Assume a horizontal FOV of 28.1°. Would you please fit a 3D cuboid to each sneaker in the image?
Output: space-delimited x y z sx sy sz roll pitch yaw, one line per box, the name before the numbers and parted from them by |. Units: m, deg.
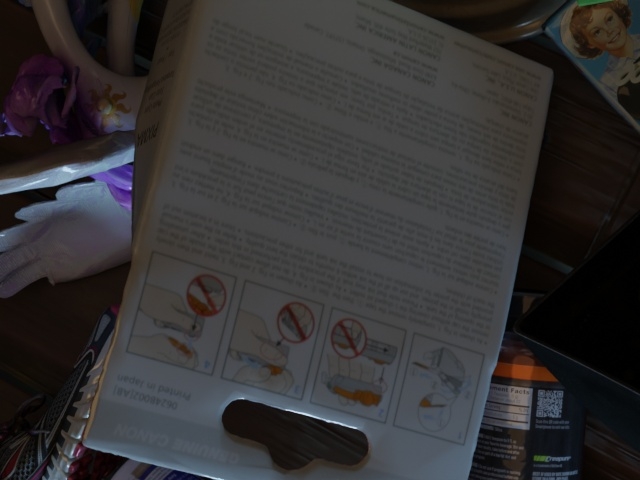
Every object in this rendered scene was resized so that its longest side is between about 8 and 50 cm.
sneaker | -0.248 0.187 1.159 0.112 0.121 0.299 33 99 16

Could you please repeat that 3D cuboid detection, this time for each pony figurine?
pony figurine | -0.160 -0.099 1.074 0.351 0.303 0.363 -10 78 4

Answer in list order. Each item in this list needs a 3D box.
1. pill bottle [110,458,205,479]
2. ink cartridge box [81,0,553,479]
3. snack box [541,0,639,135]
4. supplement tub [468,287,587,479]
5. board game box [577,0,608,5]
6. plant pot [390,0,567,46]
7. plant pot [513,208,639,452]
pill bottle | -0.103 0.274 1.120 0.186 0.112 0.112 28 98 15
ink cartridge box | 0.000 0.000 0.973 0.308 0.091 0.385 18 78 -23
snack box | 0.353 -0.211 0.991 0.322 0.060 0.187 -44 94 12
supplement tub | 0.166 0.139 1.046 0.106 0.106 0.198 5 91 16
board game box | 0.279 -0.295 0.839 0.317 0.046 0.213 -21 102 -26
plant pot | 0.090 -0.333 0.964 0.333 0.305 0.334 0 90 16
plant pot | 0.294 0.089 0.944 0.187 0.188 0.167 -41 116 -12
